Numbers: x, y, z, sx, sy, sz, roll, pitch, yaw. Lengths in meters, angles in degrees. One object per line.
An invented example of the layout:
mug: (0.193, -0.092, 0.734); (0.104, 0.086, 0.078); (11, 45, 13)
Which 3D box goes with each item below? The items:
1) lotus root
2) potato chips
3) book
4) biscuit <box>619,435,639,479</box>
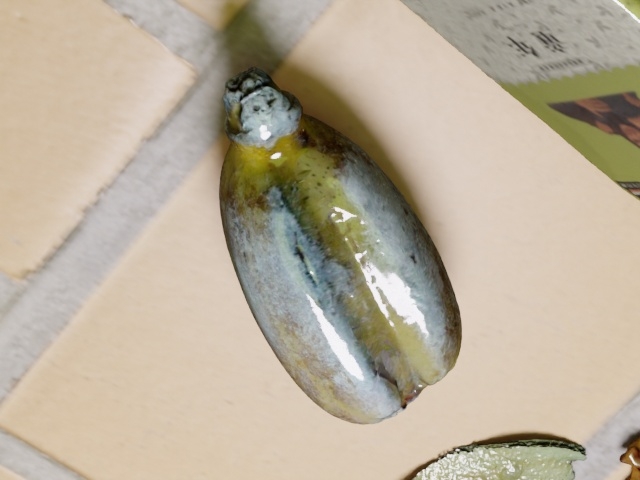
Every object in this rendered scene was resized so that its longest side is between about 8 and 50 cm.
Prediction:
lotus root: (0.000, 0.000, 1.290); (0.158, 0.140, 0.322); (-31, 110, -7)
potato chips: (0.153, 0.247, 1.488); (0.209, 0.026, 0.142); (-41, 109, 14)
book: (0.195, -0.136, 1.185); (0.352, 0.239, 0.035); (37, 77, -20)
biscuit: (0.428, 0.251, 1.476); (0.289, 0.081, 0.334); (-22, 115, 6)
